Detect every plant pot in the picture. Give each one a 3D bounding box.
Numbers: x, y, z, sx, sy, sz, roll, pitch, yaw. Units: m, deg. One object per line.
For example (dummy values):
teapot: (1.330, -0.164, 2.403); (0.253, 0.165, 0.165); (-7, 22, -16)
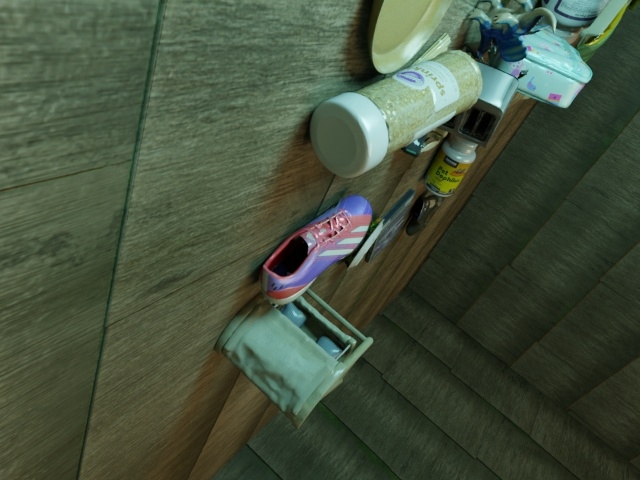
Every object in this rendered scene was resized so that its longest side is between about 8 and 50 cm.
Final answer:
plant pot: (0.140, -0.364, 0.695); (0.236, 0.032, 0.236); (-45, 163, -18)

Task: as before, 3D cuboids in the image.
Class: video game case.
video game case: (0.246, -0.045, 1.684); (0.196, 0.026, 0.274); (-44, 163, -23)

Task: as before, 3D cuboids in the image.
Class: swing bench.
swing bench: (-0.054, 0.241, 1.082); (0.165, 0.253, 0.254); (-57, 163, 20)

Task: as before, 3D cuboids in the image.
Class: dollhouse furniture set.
dollhouse furniture set: (0.804, -0.563, 1.227); (0.302, 0.151, 0.197); (-51, 164, -1)

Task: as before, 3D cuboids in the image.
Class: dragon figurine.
dragon figurine: (0.395, -0.424, 0.953); (0.144, 0.289, 0.085); (34, 93, -36)

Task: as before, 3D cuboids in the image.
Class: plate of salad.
plate of salad: (0.131, 0.008, 1.451); (0.200, 0.048, 0.200); (-53, 174, -8)

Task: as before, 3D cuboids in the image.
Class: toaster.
toaster: (0.343, -0.318, 1.073); (0.110, 0.168, 0.186); (-60, 168, -21)

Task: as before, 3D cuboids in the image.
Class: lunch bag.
lunch bag: (0.536, -0.443, 1.156); (0.279, 0.223, 0.108); (-69, 180, -48)

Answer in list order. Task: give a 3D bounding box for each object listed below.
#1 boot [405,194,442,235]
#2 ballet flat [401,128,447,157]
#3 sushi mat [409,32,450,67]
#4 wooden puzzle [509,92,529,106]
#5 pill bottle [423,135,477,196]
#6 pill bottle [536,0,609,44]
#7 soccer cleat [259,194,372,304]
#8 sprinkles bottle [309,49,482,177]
boot: (0.388, -0.103, 1.901); (0.106, 0.082, 0.219); (-3, 137, -40)
ballet flat: (0.283, -0.277, 1.200); (0.203, 0.074, 0.074); (-43, 162, -26)
sushi mat: (0.148, -0.269, 0.945); (0.316, 0.019, 0.151); (-46, 164, -18)
wooden puzzle: (0.763, -0.642, 1.709); (0.347, 0.080, 0.322); (-29, 152, -43)
pill bottle: (0.438, -0.258, 1.575); (0.117, 0.117, 0.215); (-37, 158, -40)
pill bottle: (0.713, -0.695, 1.276); (0.169, 0.169, 0.302); (-44, 163, -22)
soccer cleat: (0.000, 0.000, 0.984); (0.318, 0.108, 0.116); (-42, 158, -21)
sprinkles bottle: (0.141, -0.225, 0.799); (0.355, 0.121, 0.121); (-34, 157, -36)
